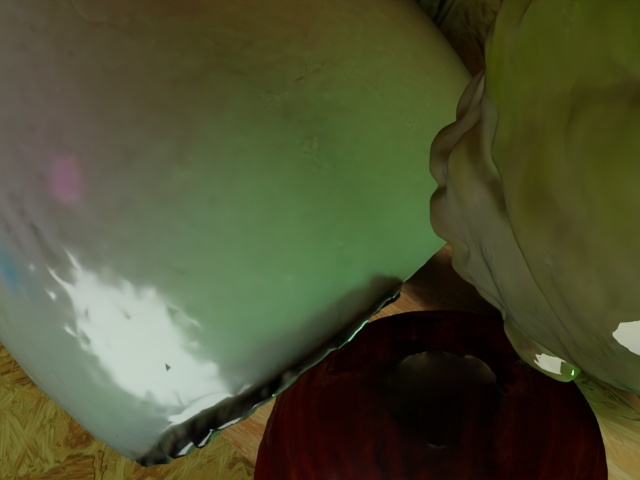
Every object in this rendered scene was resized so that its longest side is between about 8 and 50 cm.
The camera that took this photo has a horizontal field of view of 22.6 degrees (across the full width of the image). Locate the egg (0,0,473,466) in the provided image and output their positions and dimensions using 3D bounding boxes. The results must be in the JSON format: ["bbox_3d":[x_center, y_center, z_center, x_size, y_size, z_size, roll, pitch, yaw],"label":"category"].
[{"bbox_3d":[-0.101,-0.082,1.053,0.340,0.354,0.354,52,163,-7],"label":"egg"}]

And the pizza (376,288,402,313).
[{"bbox_3d":[0.000,0.000,1.562,0.226,0.086,0.335,17,159,39],"label":"pizza"}]

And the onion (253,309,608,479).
[{"bbox_3d":[0.111,0.209,1.541,0.341,0.341,0.341,33,165,10],"label":"onion"}]

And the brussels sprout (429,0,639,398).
[{"bbox_3d":[0.199,-0.046,0.621,0.242,0.274,0.316,18,-174,-43],"label":"brussels sprout"}]
